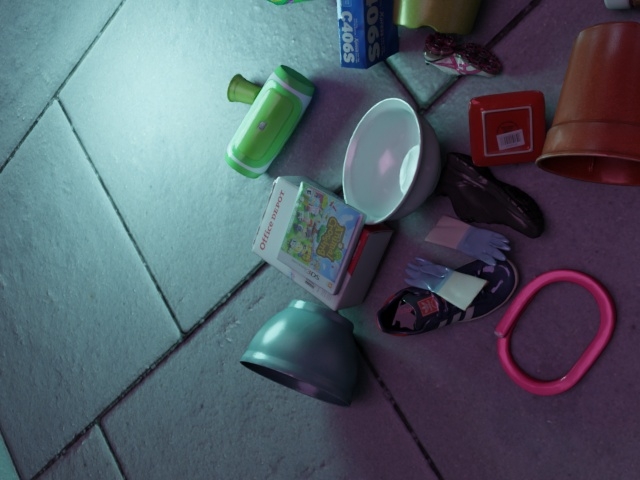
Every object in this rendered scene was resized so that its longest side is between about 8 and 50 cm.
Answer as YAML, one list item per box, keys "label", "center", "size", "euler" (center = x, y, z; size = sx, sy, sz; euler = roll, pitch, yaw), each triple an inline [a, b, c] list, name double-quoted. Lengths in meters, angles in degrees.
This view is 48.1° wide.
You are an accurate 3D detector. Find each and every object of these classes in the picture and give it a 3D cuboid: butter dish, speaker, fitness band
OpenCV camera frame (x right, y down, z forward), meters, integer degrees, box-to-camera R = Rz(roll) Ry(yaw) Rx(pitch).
- label: "butter dish"
  center: [0.405, -0.255, 1.576]
  size: [0.160, 0.118, 0.160]
  euler: [-6, 113, 8]
- label: "speaker"
  center: [-0.137, -0.314, 1.916]
  size: [0.131, 0.131, 0.296]
  euler: [45, 113, 24]
- label: "fitness band"
  center: [0.503, 0.196, 1.548]
  size: [0.209, 0.054, 0.291]
  euler: [39, 111, 26]

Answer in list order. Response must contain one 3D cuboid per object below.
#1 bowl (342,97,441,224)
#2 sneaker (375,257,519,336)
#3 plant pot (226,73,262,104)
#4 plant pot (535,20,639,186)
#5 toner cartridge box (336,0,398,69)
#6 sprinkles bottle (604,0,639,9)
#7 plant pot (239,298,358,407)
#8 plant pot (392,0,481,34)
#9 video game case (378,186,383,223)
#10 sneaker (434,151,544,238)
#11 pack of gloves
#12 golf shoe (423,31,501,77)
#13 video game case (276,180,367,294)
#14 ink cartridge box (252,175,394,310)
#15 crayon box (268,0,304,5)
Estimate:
- label: "bowl"
  center: [0.187, -0.171, 1.673]
  size: [0.298, 0.134, 0.298]
  euler: [-27, 57, 53]
- label: "sneaker"
  center: [0.280, 0.139, 1.635]
  size: [0.350, 0.148, 0.131]
  euler: [-30, 74, 29]
- label: "plant pot"
  center: [-0.205, -0.411, 1.994]
  size: [0.079, 0.083, 0.083]
  euler: [24, 103, 17]
- label: "plant pot"
  center: [0.576, -0.262, 1.390]
  size: [0.272, 0.272, 0.265]
  euler: [8, 86, 33]
- label: "toner cartridge box"
  center: [0.107, -0.588, 1.654]
  size: [0.075, 0.165, 0.348]
  euler: [13, 124, 30]
- label: "sprinkles bottle"
  center: [0.731, -0.512, 1.357]
  size: [0.355, 0.121, 0.121]
  euler: [6, 94, 32]
- label: "plant pot"
  center: [-0.029, 0.267, 1.782]
  size: [0.293, 0.293, 0.196]
  euler: [11, 70, 32]
- label: "plant pot"
  center: [0.268, -0.596, 1.593]
  size: [0.276, 0.276, 0.254]
  euler: [21, 112, 31]
- label: "video game case"
  center: [0.120, -0.074, 1.804]
  size: [0.087, 0.011, 0.122]
  euler: [2, 91, 33]
- label: "sneaker"
  center: [0.376, -0.081, 1.611]
  size: [0.286, 0.109, 0.130]
  euler: [45, 119, 34]
- label: "pack of gloves"
  center: [0.309, 0.054, 1.610]
  size: [0.195, 0.046, 0.232]
  euler: [-51, 36, -10]
- label: "golf shoe"
  center: [0.328, -0.415, 1.659]
  size: [0.186, 0.086, 0.067]
  euler: [26, 63, 16]
- label: "video game case"
  center: [-0.002, -0.007, 1.708]
  size: [0.193, 0.023, 0.212]
  euler: [31, 111, 30]
- label: "ink cartridge box"
  center: [0.000, 0.000, 1.803]
  size: [0.306, 0.131, 0.226]
  euler: [35, 114, 30]
- label: "crayon box"
  center: [-0.065, -0.779, 1.892]
  size: [0.165, 0.081, 0.278]
  euler: [3, 92, 33]
